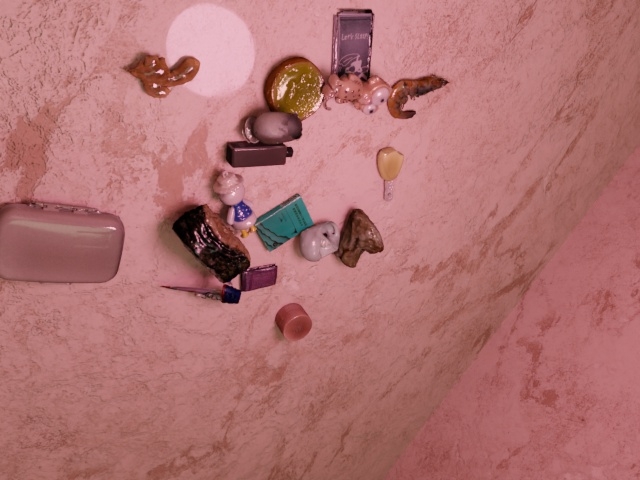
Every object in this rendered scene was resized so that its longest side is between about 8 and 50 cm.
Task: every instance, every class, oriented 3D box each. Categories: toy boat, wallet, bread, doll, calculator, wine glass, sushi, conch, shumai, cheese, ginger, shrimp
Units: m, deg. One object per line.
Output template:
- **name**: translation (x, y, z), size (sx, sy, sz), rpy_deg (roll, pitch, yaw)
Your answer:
- **toy boat**: translation (-0.449, 0.194, 1.863), size (0.318, 0.219, 0.072), rpy_deg (19, 70, -34)
- **wallet**: translation (-0.265, 0.164, 2.050), size (0.166, 0.030, 0.111), rpy_deg (-11, 122, -26)
- **bread**: translation (-0.090, -0.532, 1.696), size (0.236, 0.070, 0.236), rpy_deg (-16, 125, -24)
- **doll**: translation (-0.316, -0.138, 1.778), size (0.138, 0.119, 0.293), rpy_deg (-43, 136, -28)
- **calculator**: translation (0.118, -0.698, 1.744), size (0.165, 0.028, 0.274), rpy_deg (-12, 123, -23)
- **wine glass**: translation (-0.165, -0.390, 1.647), size (0.111, 0.204, 0.111), rpy_deg (-8, 100, -55)
- **sushi**: translation (-0.396, 0.013, 1.771), size (0.171, 0.211, 0.350), rpy_deg (-42, 136, -8)
- **conch**: translation (-0.005, -0.003, 2.037), size (0.221, 0.121, 0.185), rpy_deg (-13, 136, -53)
- **shumai**: translation (0.153, 0.000, 2.086), size (0.203, 0.222, 0.272), rpy_deg (-30, 138, -7)
- **doll**: translation (0.133, -0.544, 1.753), size (0.278, 0.119, 0.154), rpy_deg (-7, 147, -31)
- **cheese**: translation (0.308, -0.291, 2.098), size (0.127, 0.050, 0.255), rpy_deg (-20, 128, -21)
- **ginger**: translation (-0.478, -0.527, 1.475), size (0.214, 0.059, 0.133), rpy_deg (-32, 134, -8)
- **shrimp**: translation (0.407, -0.593, 1.970), size (0.296, 0.058, 0.169), rpy_deg (-15, 132, -18)

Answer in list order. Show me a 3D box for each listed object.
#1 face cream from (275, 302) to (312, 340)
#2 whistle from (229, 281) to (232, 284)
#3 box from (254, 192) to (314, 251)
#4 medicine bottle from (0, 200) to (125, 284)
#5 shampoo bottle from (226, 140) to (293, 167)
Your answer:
- **face cream**: translation (-0.126, 0.382, 2.221), size (0.149, 0.104, 0.149), rpy_deg (-15, 125, -23)
- **whistle**: translation (-0.386, 0.157, 1.973), size (0.029, 0.033, 0.083), rpy_deg (-35, 131, -12)
- **box**: translation (-0.152, -0.073, 1.963), size (0.226, 0.042, 0.161), rpy_deg (-33, 129, -9)
- **medicine bottle**: translation (-0.849, 0.017, 1.551), size (0.375, 0.123, 0.282), rpy_deg (5, 117, -34)
- **shampoo bottle**: translation (-0.218, -0.320, 1.745), size (0.246, 0.080, 0.079), rpy_deg (-8, 124, -26)
